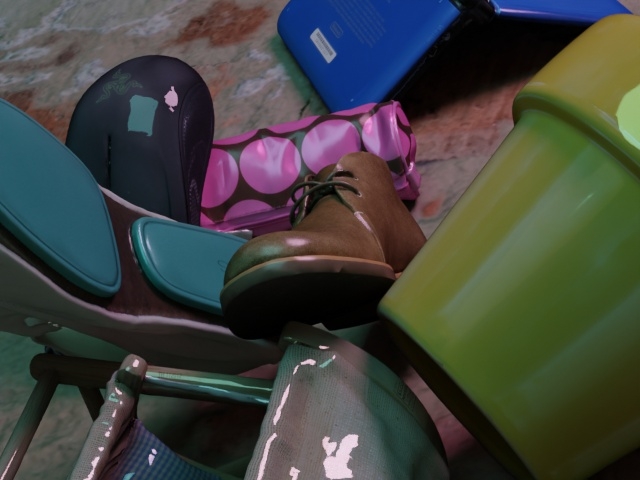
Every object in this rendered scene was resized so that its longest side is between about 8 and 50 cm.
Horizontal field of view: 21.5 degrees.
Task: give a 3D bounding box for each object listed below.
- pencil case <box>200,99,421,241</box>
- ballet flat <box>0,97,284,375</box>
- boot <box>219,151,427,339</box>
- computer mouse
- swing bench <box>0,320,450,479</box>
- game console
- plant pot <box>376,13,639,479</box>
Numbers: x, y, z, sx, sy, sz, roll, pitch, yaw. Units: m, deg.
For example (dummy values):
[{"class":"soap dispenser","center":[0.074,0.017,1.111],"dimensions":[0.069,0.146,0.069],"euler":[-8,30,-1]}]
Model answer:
[{"class":"pencil case","center":[-0.019,-0.049,1.406],"dimensions":[0.209,0.095,0.098],"euler":[-17,34,0]},{"class":"ballet flat","center":[-0.166,0.021,1.103],"dimensions":[0.139,0.400,0.139],"euler":[-14,64,31]},{"class":"boot","center":[0.000,0.000,1.148],"dimensions":[0.112,0.115,0.305],"euler":[-17,-6,18]},{"class":"computer mouse","center":[-0.146,-0.034,1.334],"dimensions":[0.188,0.072,0.272],"euler":[-10,68,21]},{"class":"swing bench","center":[-0.067,0.186,0.996],"dimensions":[0.255,0.165,0.253],"euler":[-9,31,17]},{"class":"game console","center":[0.123,-0.211,1.642],"dimensions":[0.250,0.173,0.293],"euler":[-48,29,11]},{"class":"plant pot","center":[0.176,0.027,1.064],"dimensions":[0.239,0.254,0.254],"euler":[-42,35,-6]}]
